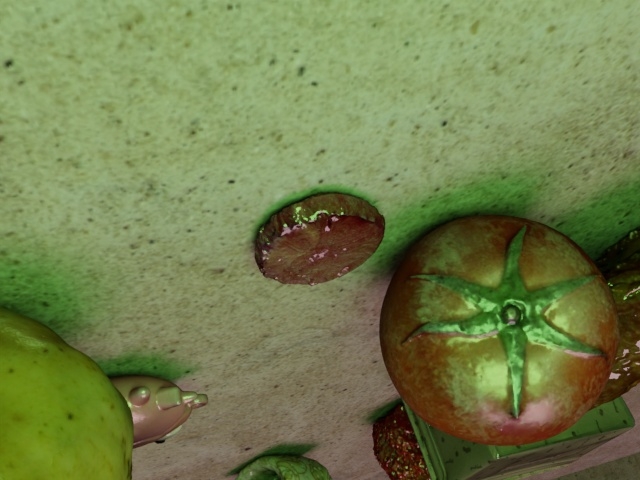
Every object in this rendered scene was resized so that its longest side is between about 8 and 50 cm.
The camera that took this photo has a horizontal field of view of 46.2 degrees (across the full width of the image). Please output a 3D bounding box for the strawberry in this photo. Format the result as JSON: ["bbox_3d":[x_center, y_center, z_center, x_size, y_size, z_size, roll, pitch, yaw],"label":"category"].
[{"bbox_3d":[0.192,0.413,1.470,0.187,0.201,0.184,-2,134,8],"label":"strawberry"}]

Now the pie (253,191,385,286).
[{"bbox_3d":[0.000,0.000,0.807,0.154,0.036,0.154,-14,150,-8],"label":"pie"}]

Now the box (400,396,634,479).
[{"bbox_3d":[0.318,0.266,1.251,0.297,0.225,0.190,-3,148,-29],"label":"box"}]

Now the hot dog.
[{"bbox_3d":[0.420,0.103,1.019,0.387,0.174,0.267,-42,169,37],"label":"hot dog"}]

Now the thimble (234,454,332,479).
[{"bbox_3d":[-0.081,0.513,1.533,0.190,0.137,0.143,-25,152,34],"label":"thimble"}]

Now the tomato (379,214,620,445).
[{"bbox_3d":[0.197,0.104,0.870,0.265,0.265,0.265,-14,151,-8],"label":"tomato"}]

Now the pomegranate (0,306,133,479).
[{"bbox_3d":[-0.341,0.226,0.701,0.332,0.332,0.332,-14,151,-8],"label":"pomegranate"}]

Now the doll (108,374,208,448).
[{"bbox_3d":[-0.276,0.232,0.983,0.262,0.093,0.211,-4,154,-30],"label":"doll"}]
